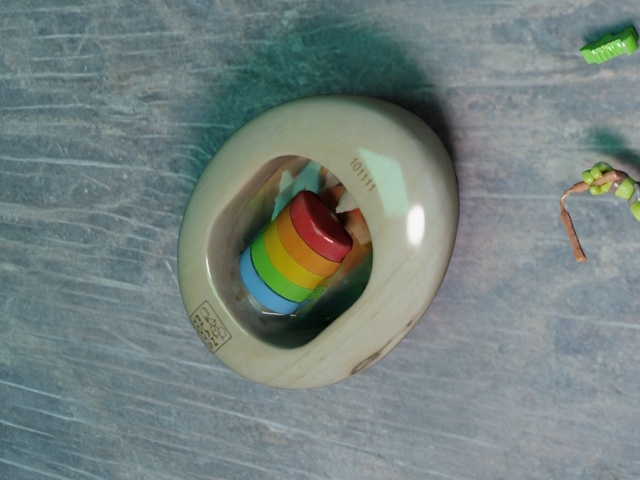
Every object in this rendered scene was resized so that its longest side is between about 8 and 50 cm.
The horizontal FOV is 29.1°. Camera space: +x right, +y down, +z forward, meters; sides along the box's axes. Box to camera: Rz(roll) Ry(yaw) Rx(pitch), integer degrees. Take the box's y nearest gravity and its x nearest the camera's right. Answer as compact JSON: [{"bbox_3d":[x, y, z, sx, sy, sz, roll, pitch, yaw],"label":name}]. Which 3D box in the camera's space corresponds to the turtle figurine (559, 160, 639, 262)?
[{"bbox_3d":[0.374,-0.020,1.171,0.269,0.087,0.217,44,123,27],"label":"turtle figurine"}]

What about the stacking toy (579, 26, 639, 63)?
[{"bbox_3d":[0.293,-0.254,1.119,0.221,0.052,0.167,-17,119,42],"label":"stacking toy"}]

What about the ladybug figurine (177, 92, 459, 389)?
[{"bbox_3d":[0.000,0.000,1.431,0.305,0.162,0.449,55,132,6],"label":"ladybug figurine"}]
